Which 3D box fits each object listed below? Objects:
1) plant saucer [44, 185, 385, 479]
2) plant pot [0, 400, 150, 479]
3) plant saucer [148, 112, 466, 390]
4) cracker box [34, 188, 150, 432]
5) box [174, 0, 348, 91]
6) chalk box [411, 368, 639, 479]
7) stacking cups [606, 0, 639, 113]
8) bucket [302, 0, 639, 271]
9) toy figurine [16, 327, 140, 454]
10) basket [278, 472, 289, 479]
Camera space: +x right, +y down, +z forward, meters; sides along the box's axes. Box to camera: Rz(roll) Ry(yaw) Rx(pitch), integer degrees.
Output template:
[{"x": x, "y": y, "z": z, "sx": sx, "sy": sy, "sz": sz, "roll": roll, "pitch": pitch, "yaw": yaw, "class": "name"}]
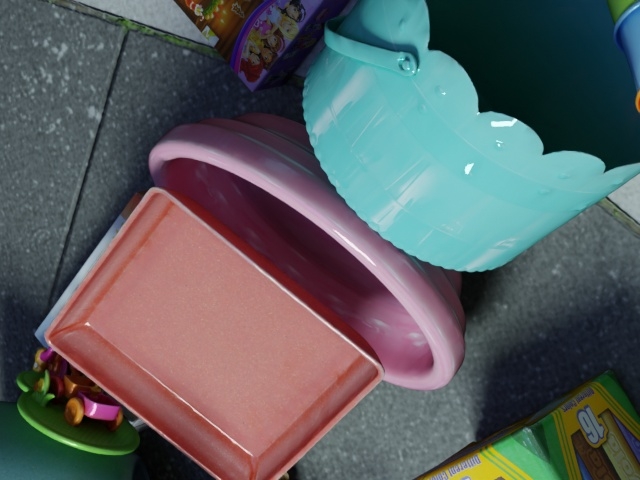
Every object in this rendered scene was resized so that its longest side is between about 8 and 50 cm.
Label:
[{"x": -0.096, "y": 0.092, "z": 1.440, "sx": 0.259, "sy": 0.048, "sz": 0.258, "roll": 39, "pitch": 132, "yaw": -3, "class": "plant saucer"}, {"x": -0.281, "y": 0.305, "z": 1.661, "sx": 0.195, "sy": 0.290, "sz": 0.290, "roll": -6, "pitch": 99, "yaw": 4, "class": "plant pot"}, {"x": 0.000, "y": 0.000, "z": 1.395, "sx": 0.332, "sy": 0.084, "sz": 0.332, "roll": 34, "pitch": 161, "yaw": 13, "class": "plant saucer"}, {"x": -0.182, "y": 0.076, "z": 1.639, "sx": 0.156, "sy": 0.067, "sz": 0.232, "roll": 50, "pitch": 123, "yaw": 15, "class": "cracker box"}, {"x": -0.032, "y": -0.310, "z": 1.449, "sx": 0.201, "sy": 0.057, "sz": 0.293, "roll": 49, "pitch": 123, "yaw": 14, "class": "box"}, {"x": 0.221, "y": 0.291, "z": 1.344, "sx": 0.180, "sy": 0.179, "sz": 0.289, "roll": -35, "pitch": 81, "yaw": 35, "class": "chalk box"}, {"x": 0.260, "y": -0.137, "z": 1.179, "sx": 0.096, "sy": 0.096, "sz": 0.316, "roll": -29, "pitch": 54, "yaw": 36, "class": "stacking cups"}, {"x": 0.132, "y": -0.123, "z": 1.256, "sx": 0.183, "sy": 0.281, "sz": 0.281, "roll": -43, "pitch": 76, "yaw": 42, "class": "bucket"}, {"x": -0.226, "y": 0.105, "z": 1.587, "sx": 0.173, "sy": 0.130, "sz": 0.159, "roll": 36, "pitch": 107, "yaw": 50, "class": "toy figurine"}, {"x": -0.159, "y": 0.373, "z": 1.552, "sx": 0.213, "sy": 0.299, "sz": 0.223, "roll": -13, "pitch": 96, "yaw": 37, "class": "basket"}]
